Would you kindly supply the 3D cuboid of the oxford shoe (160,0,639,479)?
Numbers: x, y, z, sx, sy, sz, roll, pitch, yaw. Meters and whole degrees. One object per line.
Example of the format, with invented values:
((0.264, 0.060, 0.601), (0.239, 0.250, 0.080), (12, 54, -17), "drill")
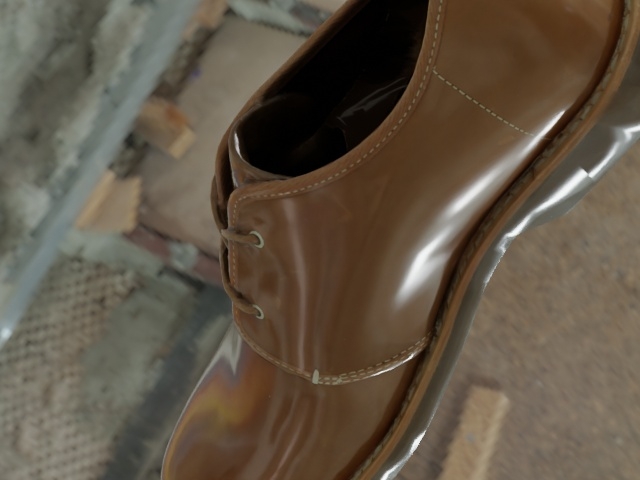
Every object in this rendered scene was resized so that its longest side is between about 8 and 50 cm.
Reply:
((0.000, 0.000, 0.464), (0.212, 0.076, 0.076), (-60, -144, 33), "oxford shoe")
